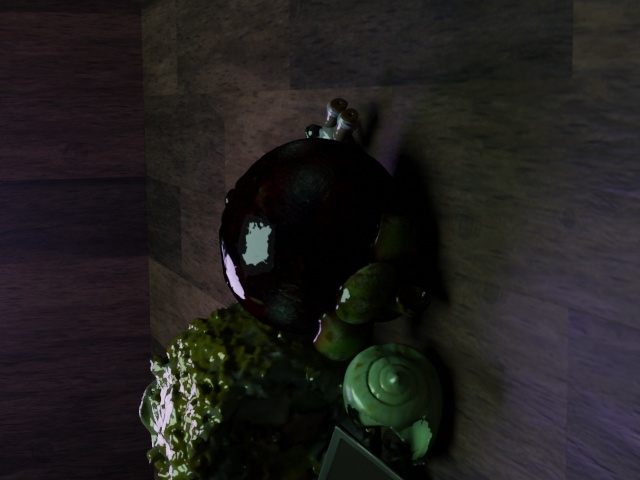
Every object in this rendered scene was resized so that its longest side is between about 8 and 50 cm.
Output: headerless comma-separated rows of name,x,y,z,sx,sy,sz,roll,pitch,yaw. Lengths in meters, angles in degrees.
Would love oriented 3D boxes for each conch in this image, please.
conch,0.101,0.248,1.618,0.250,0.143,0.137,88,-154,-45

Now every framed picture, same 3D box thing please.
framed picture,0.074,0.407,1.725,0.197,0.014,0.252,37,137,21

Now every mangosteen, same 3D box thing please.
mangosteen,0.002,0.002,1.648,0.311,0.311,0.311,177,90,-71

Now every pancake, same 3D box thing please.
pancake,0.115,0.360,1.744,0.108,0.017,0.108,175,90,-75

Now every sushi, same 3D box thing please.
sushi,-0.102,0.295,1.851,0.240,0.351,0.396,-117,30,-51

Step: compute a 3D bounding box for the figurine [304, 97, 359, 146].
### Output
figurine,0.024,-0.139,1.832,0.147,0.093,0.197,50,136,26
